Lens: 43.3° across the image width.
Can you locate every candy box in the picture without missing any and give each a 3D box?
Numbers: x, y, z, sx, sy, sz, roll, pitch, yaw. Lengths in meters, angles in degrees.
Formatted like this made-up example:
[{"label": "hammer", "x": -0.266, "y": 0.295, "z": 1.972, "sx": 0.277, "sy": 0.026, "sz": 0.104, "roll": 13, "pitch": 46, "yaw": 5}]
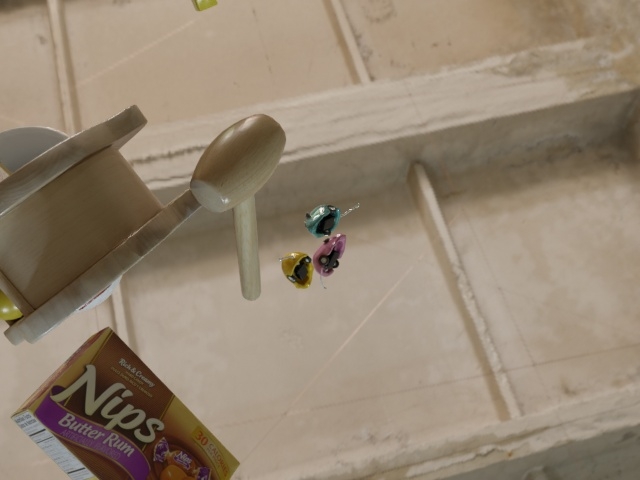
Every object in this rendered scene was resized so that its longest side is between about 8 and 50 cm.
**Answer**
[{"label": "candy box", "x": -0.174, "y": 0.184, "z": 0.741, "sx": 0.186, "sy": 0.053, "sz": 0.109, "roll": 50, "pitch": -132, "yaw": -12}]

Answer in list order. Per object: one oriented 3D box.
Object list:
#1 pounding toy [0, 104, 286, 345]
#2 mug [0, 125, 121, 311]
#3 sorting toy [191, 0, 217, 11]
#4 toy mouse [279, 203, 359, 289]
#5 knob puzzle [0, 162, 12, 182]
[{"label": "pounding toy", "x": -0.135, "y": 0.022, "z": 0.503, "sx": 0.155, "sy": 0.269, "sz": 0.154, "roll": 52, "pitch": -132, "yaw": -10}, {"label": "mug", "x": -0.531, "y": -0.046, "z": 1.556, "sx": 0.276, "sy": 0.328, "sz": 0.374, "roll": -23, "pitch": -121, "yaw": -5}, {"label": "sorting toy", "x": -0.141, "y": -0.304, "z": 0.651, "sx": 0.041, "sy": 0.307, "sz": 0.229, "roll": -23, "pitch": -125, "yaw": -7}, {"label": "toy mouse", "x": 0.000, "y": 0.000, "z": 1.049, "sx": 0.031, "sy": 0.161, "sz": 0.143, "roll": 27, "pitch": -108, "yaw": 28}, {"label": "knob puzzle", "x": -0.415, "y": -0.070, "z": 0.999, "sx": 0.030, "sy": 0.213, "sz": 0.213, "roll": -38, "pitch": -112, "yaw": -2}]
